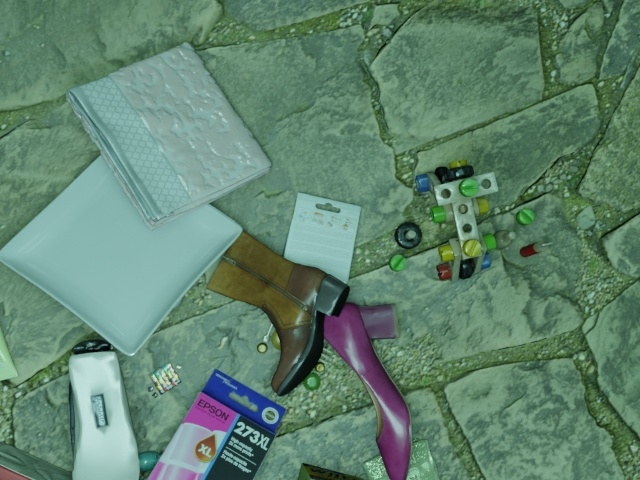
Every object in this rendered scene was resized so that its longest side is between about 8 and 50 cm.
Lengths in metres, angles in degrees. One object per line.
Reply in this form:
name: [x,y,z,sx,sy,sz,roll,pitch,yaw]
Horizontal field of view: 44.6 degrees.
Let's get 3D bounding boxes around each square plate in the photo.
square plate: [-0.393,0.010,1.561,0.344,0.049,0.347,34,65,10]

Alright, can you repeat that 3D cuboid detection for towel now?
towel: [-0.301,-0.224,1.595,0.317,0.053,0.331,-32,88,-35]
towel: [0.169,0.483,1.623,0.148,0.027,0.110,-19,84,-8]

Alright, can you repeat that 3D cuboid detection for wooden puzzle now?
wooden puzzle: [-0.321,0.285,1.608,0.083,0.006,0.049,-31,87,-9]

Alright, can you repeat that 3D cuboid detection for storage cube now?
storage cube: [-0.586,0.511,1.461,0.215,0.183,0.193,26,80,-2]

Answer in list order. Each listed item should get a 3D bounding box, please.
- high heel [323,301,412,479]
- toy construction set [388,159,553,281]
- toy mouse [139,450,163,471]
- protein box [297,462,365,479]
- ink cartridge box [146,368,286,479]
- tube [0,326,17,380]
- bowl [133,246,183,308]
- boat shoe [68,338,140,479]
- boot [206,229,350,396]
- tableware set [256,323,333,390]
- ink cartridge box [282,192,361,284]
high heel: [0.082,0.314,1.593,0.182,0.127,0.377,-4,72,-7]
toy construction set: [0.327,-0.038,1.602,0.309,0.237,0.257,13,81,-5]
toy mouse: [-0.354,0.480,1.566,0.143,0.031,0.161,34,81,-1]
protein box: [0.012,0.559,1.509,0.136,0.200,0.201,15,81,-4]
ink cartridge box: [-0.208,0.422,1.491,0.176,0.069,0.370,30,50,-1]
tube: [-0.682,0.169,1.564,0.070,0.062,0.240,-15,89,36]
bowl: [-0.345,0.066,1.611,0.142,0.053,0.142,10,80,-5]
boat shoe: [-0.418,0.362,1.512,0.127,0.158,0.340,-3,83,-13]
boot: [-0.118,0.143,1.574,0.281,0.096,0.264,25,92,19]
tableware set: [-0.059,0.246,1.634,0.154,0.024,0.104,26,84,-3]
ink cartridge box: [0.000,0.000,1.669,0.146,0.045,0.179,12,71,-4]
